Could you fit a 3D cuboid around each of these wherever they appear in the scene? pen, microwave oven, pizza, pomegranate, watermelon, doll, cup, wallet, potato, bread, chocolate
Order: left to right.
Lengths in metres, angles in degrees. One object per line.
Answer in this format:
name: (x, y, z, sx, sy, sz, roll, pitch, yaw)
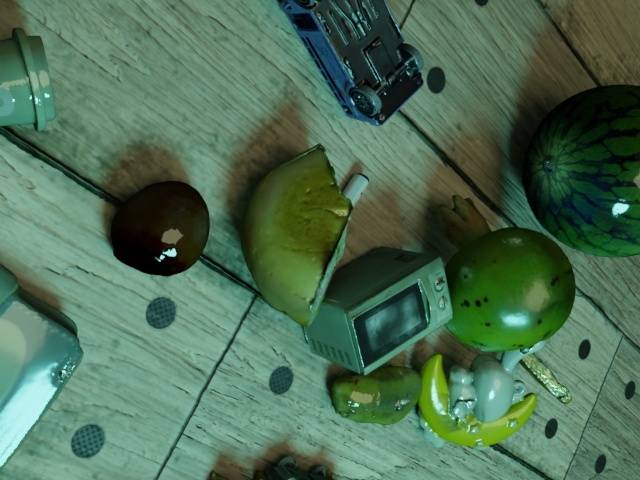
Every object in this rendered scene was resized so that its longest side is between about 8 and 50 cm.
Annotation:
wallet: (-0.467, 0.110, 0.835, 0.360, 0.083, 0.252, 44, 76, -33)
cup: (-0.383, -0.179, 0.840, 0.141, 0.120, 0.120, -11, 103, -23)
chocolate: (-0.211, -0.023, 1.003, 0.124, 0.127, 0.133, 57, 45, -61)
bread: (-0.039, -0.013, 1.100, 0.156, 0.158, 0.261, 21, 67, 5)
pen: (0.001, 0.000, 1.196, 0.033, 0.033, 0.269, 45, 69, -32)
microwave oven: (0.090, 0.112, 1.196, 0.205, 0.163, 0.129, -26, 111, -31)
potato: (0.098, 0.269, 1.276, 0.188, 0.085, 0.105, 9, 89, -33)
doll: (0.294, 0.284, 1.369, 0.237, 0.111, 0.252, -3, 112, -1)
pomegranate: (0.299, 0.048, 1.271, 0.235, 0.236, 0.302, -4, 62, -36)
pizza: (0.392, 0.216, 1.456, 0.034, 0.181, 0.262, -44, 98, 3)
watermelon: (0.563, -0.133, 1.413, 0.363, 0.363, 0.364, -6, 100, -36)

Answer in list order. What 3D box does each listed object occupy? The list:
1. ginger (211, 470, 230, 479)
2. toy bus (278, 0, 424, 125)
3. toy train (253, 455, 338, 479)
ginger: (-0.081, 0.437, 1.102, 0.059, 0.214, 0.133, -35, 131, -46)
toy bus: (0.035, -0.324, 1.115, 0.125, 0.133, 0.292, -45, 123, -17)
toy train: (-0.028, 0.435, 1.204, 0.219, 0.089, 0.127, 29, 89, -37)
